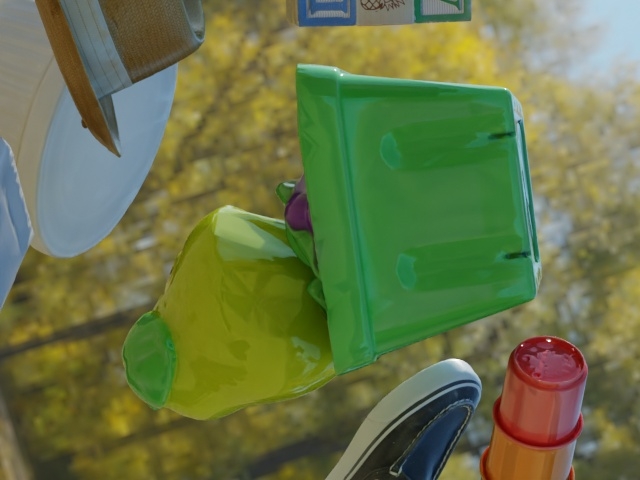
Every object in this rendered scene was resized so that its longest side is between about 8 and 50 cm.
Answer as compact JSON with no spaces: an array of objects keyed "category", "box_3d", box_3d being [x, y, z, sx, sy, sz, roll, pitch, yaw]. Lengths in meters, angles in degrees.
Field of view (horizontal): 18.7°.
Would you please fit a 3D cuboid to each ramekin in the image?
[{"category":"ramekin","box_3d":[-0.256,-0.130,1.884,0.127,0.273,0.273,22,-31,17]}]

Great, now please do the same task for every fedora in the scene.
[{"category":"fedora","box_3d":[-0.109,-0.141,1.023,0.194,0.079,0.194,162,-90,-89]}]

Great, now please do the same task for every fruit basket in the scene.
[{"category":"fruit basket","box_3d":[0.000,0.000,1.641,0.392,0.392,0.282,179,-96,-80]}]

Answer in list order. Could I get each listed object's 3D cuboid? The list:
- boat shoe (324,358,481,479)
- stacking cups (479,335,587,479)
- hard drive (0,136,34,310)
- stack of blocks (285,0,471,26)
[{"category":"boat shoe","box_3d":[0.060,0.249,1.832,0.102,0.301,0.108,45,5,39]},{"category":"stacking cups","box_3d":[0.175,0.215,1.629,0.096,0.096,0.316,-117,-152,-47]},{"category":"hard drive","box_3d":[-0.254,0.107,1.119,0.210,0.040,0.318,106,6,-74]},{"category":"stack of blocks","box_3d":[0.058,-0.307,1.403,0.087,0.171,0.297,-125,-147,-78]}]
